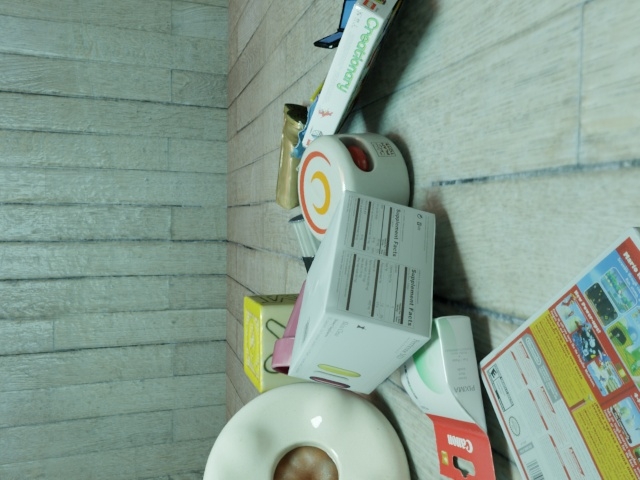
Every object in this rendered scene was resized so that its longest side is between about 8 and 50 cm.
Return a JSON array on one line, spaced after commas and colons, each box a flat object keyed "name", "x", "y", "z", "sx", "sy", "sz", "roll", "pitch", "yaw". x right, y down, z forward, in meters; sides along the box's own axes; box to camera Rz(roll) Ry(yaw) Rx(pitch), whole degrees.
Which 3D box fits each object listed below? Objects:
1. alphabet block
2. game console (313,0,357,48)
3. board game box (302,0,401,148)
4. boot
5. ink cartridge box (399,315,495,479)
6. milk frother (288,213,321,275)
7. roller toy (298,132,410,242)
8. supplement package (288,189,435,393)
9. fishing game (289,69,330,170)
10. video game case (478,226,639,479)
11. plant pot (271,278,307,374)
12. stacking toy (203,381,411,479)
[{"name": "alphabet block", "x": -0.064, "y": 0.226, "z": 1.199, "sx": 0.193, "sy": 0.197, "sz": 0.193, "roll": 180, "pitch": 91, "yaw": -71}, {"name": "game console", "x": 0.038, "y": -0.461, "z": 1.103, "sx": 0.071, "sy": 0.107, "sz": 0.122, "roll": 67, "pitch": 173, "yaw": -28}, {"name": "board game box", "x": 0.063, "y": -0.314, "z": 0.912, "sx": 0.193, "sy": 0.053, "sz": 0.305, "roll": -62, "pitch": 0, "yaw": -36}, {"name": "boot", "x": -0.064, "y": -0.208, "z": 1.380, "sx": 0.236, "sy": 0.089, "sz": 0.270, "roll": -107, "pitch": 23, "yaw": -65}, {"name": "ink cartridge box", "x": 0.166, "y": 0.226, "z": 0.729, "sx": 0.181, "sy": 0.056, "sz": 0.225, "roll": 126, "pitch": 142, "yaw": -73}, {"name": "milk frother", "x": 0.000, "y": 0.000, "z": 1.099, "sx": 0.143, "sy": 0.129, "sz": 0.135, "roll": 8, "pitch": 117, "yaw": 64}, {"name": "roller toy", "x": 0.061, "y": -0.092, "z": 0.919, "sx": 0.209, "sy": 0.146, "sz": 0.191, "roll": 14, "pitch": 110, "yaw": 62}, {"name": "supplement package", "x": 0.058, "y": 0.092, "z": 0.806, "sx": 0.262, "sy": 0.145, "sz": 0.204, "roll": 112, "pitch": 170, "yaw": -56}, {"name": "fishing game", "x": -0.017, "y": -0.257, "z": 1.089, "sx": 0.189, "sy": 0.041, "sz": 0.264, "roll": -60, "pitch": -4, "yaw": -20}, {"name": "video game case", "x": 0.268, "y": 0.153, "z": 0.510, "sx": 0.285, "sy": 0.025, "sz": 0.204, "roll": 113, "pitch": 151, "yaw": -48}, {"name": "plant pot", "x": 0.017, "y": 0.175, "z": 1.012, "sx": 0.201, "sy": 0.201, "sz": 0.180, "roll": 135, "pitch": 147, "yaw": -64}, {"name": "stacking toy", "x": -0.012, "y": 0.532, "z": 1.016, "sx": 0.480, "sy": 0.350, "sz": 0.351, "roll": 85, "pitch": 170, "yaw": -46}]
